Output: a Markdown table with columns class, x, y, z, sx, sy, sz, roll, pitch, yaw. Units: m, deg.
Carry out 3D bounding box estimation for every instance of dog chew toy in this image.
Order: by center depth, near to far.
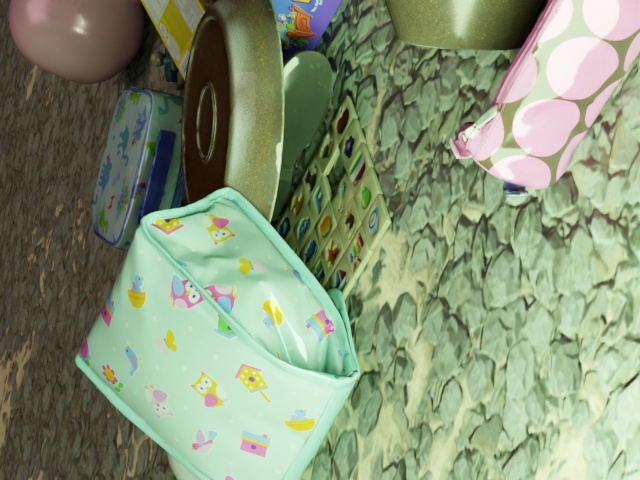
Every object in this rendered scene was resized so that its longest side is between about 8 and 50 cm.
| class | x | y | z | sx | sy | sz | roll | pitch | yaw |
| --- | --- | --- | --- | --- | --- | --- | --- | --- | --- |
| dog chew toy | -0.333 | -0.407 | 2.295 | 0.332 | 0.206 | 0.206 | -65 | 26 | 11 |

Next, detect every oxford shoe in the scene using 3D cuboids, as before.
| class | x | y | z | sx | sy | sz | roll | pitch | yaw |
| --- | --- | --- | --- | --- | --- | --- | --- | --- | --- |
| oxford shoe | -0.048 | -0.125 | 1.668 | 0.076 | 0.076 | 0.212 | -104 | 33 | -53 |

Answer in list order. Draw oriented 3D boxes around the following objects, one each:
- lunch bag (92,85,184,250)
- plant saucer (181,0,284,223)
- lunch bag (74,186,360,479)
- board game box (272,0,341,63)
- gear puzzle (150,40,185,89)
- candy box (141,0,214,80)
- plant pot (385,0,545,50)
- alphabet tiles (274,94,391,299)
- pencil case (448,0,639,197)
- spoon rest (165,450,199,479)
| class | x | y | z | sx | sy | sz | roll | pitch | yaw |
| --- | --- | --- | --- | --- | --- | --- | --- | --- | --- |
| lunch bag | -0.234 | -0.092 | 2.044 | 0.176 | 0.090 | 0.219 | -160 | 82 | -67 |
| plant saucer | -0.103 | -0.126 | 1.640 | 0.310 | 0.050 | 0.311 | -178 | 90 | -73 |
| lunch bag | -0.087 | 0.116 | 1.513 | 0.262 | 0.160 | 0.223 | 44 | 129 | 19 |
| board game box | -0.031 | -0.398 | 1.745 | 0.233 | 0.078 | 0.347 | -57 | 31 | 40 |
| gear puzzle | -0.186 | -0.368 | 2.037 | 0.339 | 0.044 | 0.175 | 109 | 158 | -47 |
| candy box | -0.169 | -0.278 | 1.966 | 0.105 | 0.027 | 0.206 | -51 | 60 | 44 |
| plant pot | 0.119 | -0.274 | 1.233 | 0.215 | 0.215 | 0.230 | -144 | 54 | -64 |
| alphabet tiles | 0.000 | 0.000 | 1.580 | 0.237 | 0.009 | 0.198 | -61 | 29 | 35 |
| pencil case | 0.179 | -0.137 | 1.131 | 0.209 | 0.098 | 0.095 | -64 | 28 | 29 |
| spoon rest | -0.140 | 0.273 | 1.706 | 0.137 | 0.084 | 0.276 | -39 | 32 | 54 |
